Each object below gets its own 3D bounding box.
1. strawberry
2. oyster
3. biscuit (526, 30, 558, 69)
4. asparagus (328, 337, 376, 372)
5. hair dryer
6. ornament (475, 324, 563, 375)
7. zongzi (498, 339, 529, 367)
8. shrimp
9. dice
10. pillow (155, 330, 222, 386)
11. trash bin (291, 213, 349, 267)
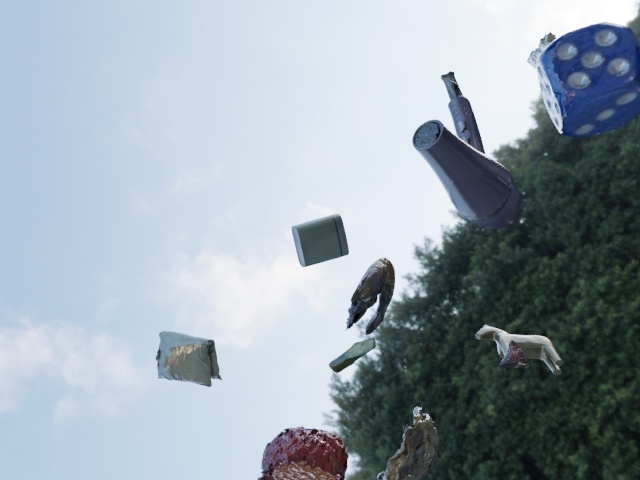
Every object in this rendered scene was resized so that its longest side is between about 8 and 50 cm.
[{"bbox_3d":[-0.025,0.344,0.892,0.145,0.145,0.086,42,-136,-43],"label":"strawberry"},{"bbox_3d":[0.176,0.360,1.011,0.129,0.078,0.345,-70,-21,-5],"label":"oyster"},{"bbox_3d":[0.527,-0.389,1.252,0.032,0.133,0.250,-49,-4,12],"label":"biscuit"},{"bbox_3d":[0.087,0.314,1.550,0.178,0.045,0.041,-44,-5,40],"label":"asparagus"},{"bbox_3d":[0.269,-0.215,1.117,0.301,0.121,0.361,34,-140,-40],"label":"hair dryer"},{"bbox_3d":[0.608,0.328,1.760,0.245,0.230,0.061,-63,-24,-72],"label":"ornament"},{"bbox_3d":[0.519,0.315,1.483,0.083,0.073,0.067,-38,-60,-39],"label":"zongzi"},{"bbox_3d":[0.164,0.199,1.769,0.365,0.071,0.233,-49,-42,-51],"label":"shrimp"},{"bbox_3d":[0.462,-0.271,0.968,0.146,0.146,0.143,41,-145,-61],"label":"dice"},{"bbox_3d":[-0.356,0.318,1.525,0.078,0.181,0.134,-27,-60,-63],"label":"pillow"},{"bbox_3d":[0.000,0.000,1.493,0.130,0.059,0.116,-16,-81,-19],"label":"trash bin"}]
